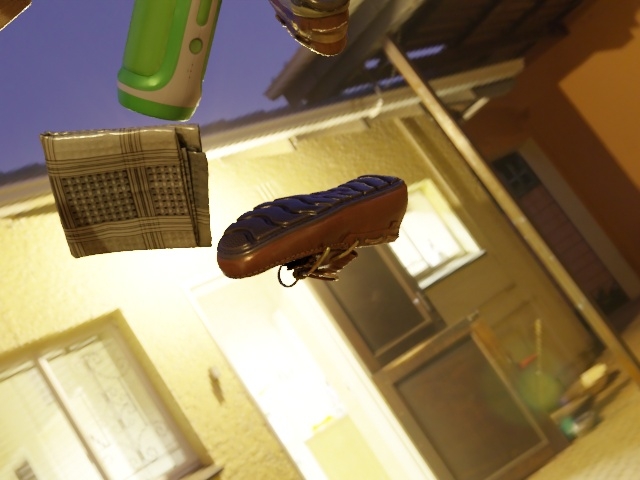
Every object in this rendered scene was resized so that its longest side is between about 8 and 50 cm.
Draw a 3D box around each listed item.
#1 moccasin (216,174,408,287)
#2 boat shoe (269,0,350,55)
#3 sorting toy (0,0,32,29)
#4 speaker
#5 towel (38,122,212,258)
[{"bbox_3d":[-0.003,0.000,1.221,0.139,0.146,0.380,7,17,33],"label":"moccasin"},{"bbox_3d":[-0.031,-0.406,1.424,0.123,0.119,0.324,-14,32,-7],"label":"boat shoe"},{"bbox_3d":[-0.701,-0.497,1.610,0.208,0.193,0.038,-30,21,22],"label":"sorting toy"},{"bbox_3d":[-0.204,-0.326,1.149,0.131,0.131,0.296,-16,-54,-60],"label":"speaker"},{"bbox_3d":[-0.389,-0.095,1.687,0.324,0.056,0.312,-5,-55,-5],"label":"towel"}]
